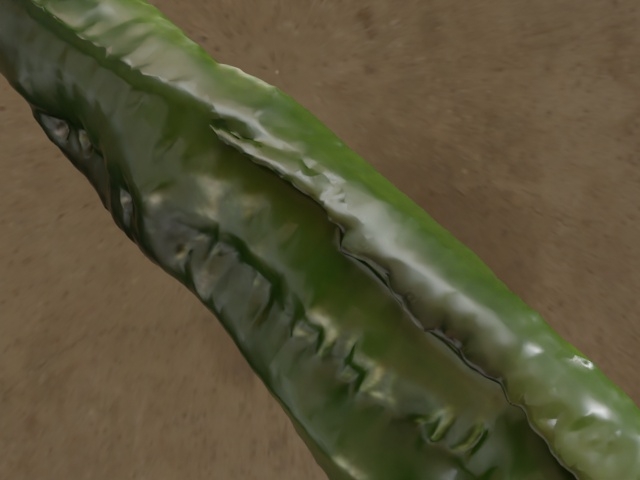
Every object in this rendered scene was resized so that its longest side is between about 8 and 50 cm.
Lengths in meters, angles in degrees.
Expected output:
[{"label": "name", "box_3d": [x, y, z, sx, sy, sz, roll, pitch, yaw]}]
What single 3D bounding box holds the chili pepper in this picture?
[{"label": "chili pepper", "box_3d": [0.000, 0.000, 0.412, 0.085, 0.076, 0.359, -37, 65, 1]}]
